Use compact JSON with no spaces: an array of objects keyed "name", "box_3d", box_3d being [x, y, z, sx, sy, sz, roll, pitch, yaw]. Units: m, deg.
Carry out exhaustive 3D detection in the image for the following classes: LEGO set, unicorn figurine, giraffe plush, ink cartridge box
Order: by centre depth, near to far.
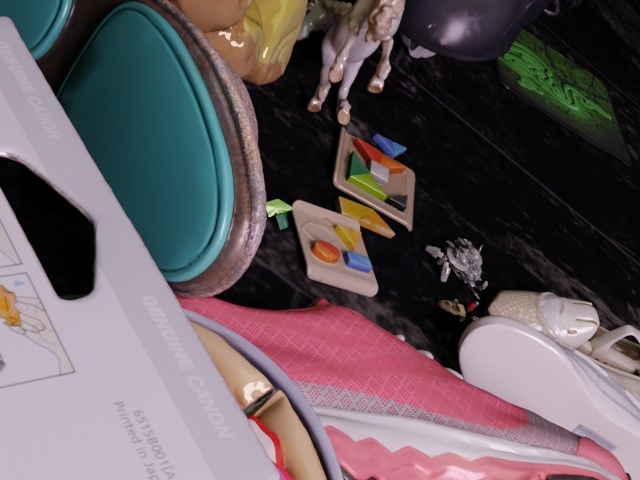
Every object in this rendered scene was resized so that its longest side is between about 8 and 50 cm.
[{"name":"ink cartridge box","box_3d":[-0.181,0.019,0.371,0.239,0.060,0.275,-6,50,-41]},{"name":"giraffe plush","box_3d":[-0.084,-0.225,0.706,0.170,0.181,0.210,24,71,12]},{"name":"LEGO set","box_3d":[0.103,0.022,0.747,0.054,0.023,0.083,20,41,-31]},{"name":"unicorn figurine","box_3d":[0.019,-0.147,0.779,0.060,0.162,0.111,26,65,-33]}]

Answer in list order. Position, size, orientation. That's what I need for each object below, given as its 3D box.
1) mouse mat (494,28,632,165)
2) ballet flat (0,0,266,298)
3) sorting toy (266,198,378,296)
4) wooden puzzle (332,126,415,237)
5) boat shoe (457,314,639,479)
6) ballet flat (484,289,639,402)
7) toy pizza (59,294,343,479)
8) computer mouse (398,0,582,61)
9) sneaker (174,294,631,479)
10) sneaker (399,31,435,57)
[{"name":"mouse mat","box_3d":[0.248,-0.164,1.109,0.189,0.007,0.153,26,39,-24]},{"name":"ballet flat","box_3d":[-0.100,-0.090,0.556,0.106,0.107,0.316,12,33,-55]},{"name":"sorting toy","box_3d":[0.000,0.000,0.675,0.083,0.012,0.062,19,42,-33]},{"name":"wooden puzzle","box_3d":[0.041,-0.046,0.764,0.078,0.014,0.116,28,37,-23]},{"name":"boat shoe","box_3d":[0.162,0.100,0.697,0.184,0.066,0.063,31,23,-15]},{"name":"ballet flat","box_3d":[0.196,0.070,0.768,0.168,0.052,0.057,28,38,-23]},{"name":"toy pizza","box_3d":[-0.088,0.101,0.372,0.201,0.032,0.201,2,56,-3]},{"name":"computer mouse","box_3d":[0.136,-0.239,0.908,0.188,0.072,0.272,32,37,5]},{"name":"sneaker","box_3d":[0.039,0.088,0.535,0.313,0.116,0.136,18,41,-33]},{"name":"sneaker","box_3d":[0.124,-0.223,0.989,0.190,0.071,0.083,-12,57,-51]}]
